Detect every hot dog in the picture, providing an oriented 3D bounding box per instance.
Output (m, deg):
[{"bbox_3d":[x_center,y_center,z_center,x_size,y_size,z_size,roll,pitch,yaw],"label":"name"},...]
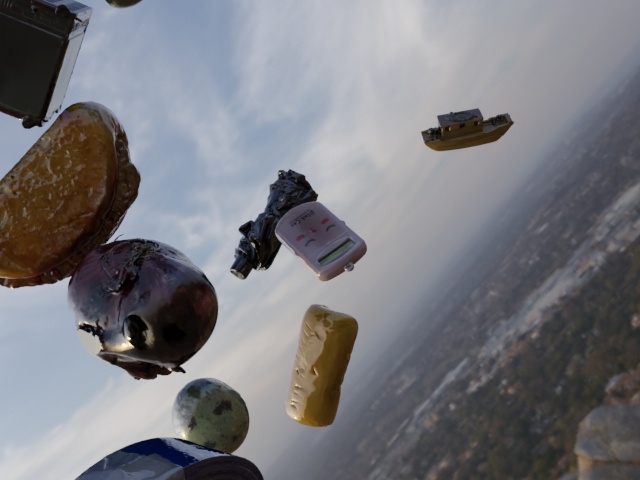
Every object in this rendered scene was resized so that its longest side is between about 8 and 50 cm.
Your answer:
[{"bbox_3d":[-0.500,-0.064,1.487,0.405,0.223,0.185,-48,13,-2],"label":"hot dog"}]

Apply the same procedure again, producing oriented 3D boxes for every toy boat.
[{"bbox_3d":[0.321,-0.247,1.680,0.057,0.201,0.077,-100,1,-49],"label":"toy boat"}]

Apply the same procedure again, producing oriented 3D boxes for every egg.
[{"bbox_3d":[-0.209,0.330,1.442,0.141,0.141,0.181,-45,-42,-21],"label":"egg"}]

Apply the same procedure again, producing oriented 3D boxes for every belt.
[{"bbox_3d":[-0.207,0.374,0.989,0.347,0.117,0.212,0,-82,-59],"label":"belt"}]

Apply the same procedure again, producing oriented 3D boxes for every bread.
[{"bbox_3d":[-0.005,0.305,1.835,0.091,0.142,0.305,-10,-64,-58],"label":"bread"}]

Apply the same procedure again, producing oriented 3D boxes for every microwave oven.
[{"bbox_3d":[-0.575,-0.370,1.482,0.178,0.188,0.247,-109,42,-67],"label":"microwave oven"}]

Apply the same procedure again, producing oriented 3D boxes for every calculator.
[{"bbox_3d":[0.000,0.000,1.262,0.100,0.175,0.032,-35,-41,-15],"label":"calculator"}]

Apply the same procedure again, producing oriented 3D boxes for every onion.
[{"bbox_3d":[-0.282,0.108,1.273,0.221,0.281,0.281,-29,-18,-46],"label":"onion"}]

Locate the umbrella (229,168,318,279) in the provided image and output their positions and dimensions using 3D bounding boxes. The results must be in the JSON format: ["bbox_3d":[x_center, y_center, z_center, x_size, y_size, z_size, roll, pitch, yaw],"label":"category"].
[{"bbox_3d":[-0.106,-0.033,1.609,0.122,0.110,0.272,-10,39,50],"label":"umbrella"}]

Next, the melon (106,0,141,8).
[{"bbox_3d":[-0.345,-0.502,1.428,0.162,0.099,0.099,-43,-5,15],"label":"melon"}]
